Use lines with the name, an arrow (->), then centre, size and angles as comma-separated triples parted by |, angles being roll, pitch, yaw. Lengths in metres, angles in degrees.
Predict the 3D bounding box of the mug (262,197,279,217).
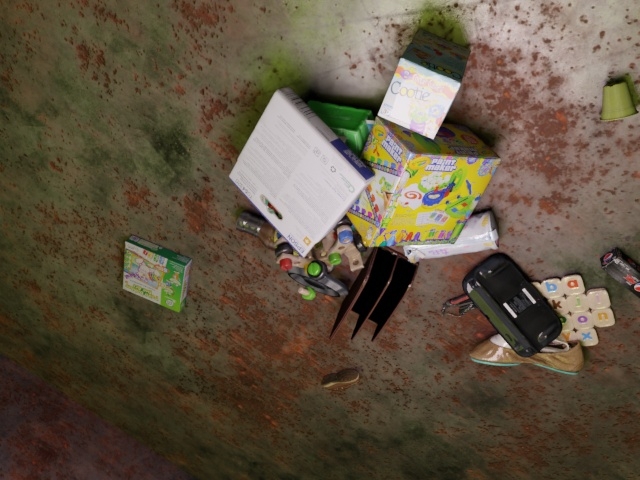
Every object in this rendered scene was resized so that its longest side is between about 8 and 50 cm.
mug -> -0.149, -0.145, 1.729 | 0.129, 0.097, 0.157 | -31, 108, 33

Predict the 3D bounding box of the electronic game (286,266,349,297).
electronic game -> -0.013, 0.127, 1.827 | 0.229, 0.048, 0.229 | 23, 166, 6

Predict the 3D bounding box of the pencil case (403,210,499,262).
pencil case -> 0.375, -0.008, 1.616 | 0.273, 0.124, 0.113 | -11, 90, 24

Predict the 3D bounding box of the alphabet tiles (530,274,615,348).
alphabet tiles -> 0.732, 0.223, 1.705 | 0.284, 0.021, 0.278 | -14, 119, 27

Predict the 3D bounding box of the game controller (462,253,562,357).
game controller -> 0.573, 0.195, 1.664 | 0.166, 0.067, 0.319 | -40, 93, 1

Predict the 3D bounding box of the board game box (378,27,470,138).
board game box -> 0.250, -0.377, 1.321 | 0.144, 0.275, 0.142 | 25, 127, 3

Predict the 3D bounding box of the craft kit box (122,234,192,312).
craft kit box -> -0.621, 0.128, 2.112 | 0.250, 0.061, 0.246 | 21, 129, 6

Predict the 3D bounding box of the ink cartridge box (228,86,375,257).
ink cartridge box -> -0.061, -0.170, 1.466 | 0.324, 0.071, 0.330 | 47, 134, 8

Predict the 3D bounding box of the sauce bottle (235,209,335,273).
sauce bottle -> -0.105, -0.001, 1.802 | 0.344, 0.111, 0.111 | 21, 127, 4

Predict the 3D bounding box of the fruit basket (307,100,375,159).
fruit basket -> 0.044, -0.204, 1.576 | 0.327, 0.165, 0.353 | 15, 134, 19

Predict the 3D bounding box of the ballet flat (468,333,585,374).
ballet flat -> 0.643, 0.332, 1.742 | 0.342, 0.116, 0.124 | 6, 106, 15

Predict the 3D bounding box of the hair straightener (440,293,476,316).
hair straightener -> 0.485, 0.201, 1.760 | 0.230, 0.047, 0.089 | -31, 108, 27

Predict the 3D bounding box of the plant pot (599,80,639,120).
plant pot -> 0.700, -0.332, 1.319 | 0.083, 0.083, 0.079 | -10, 105, 25

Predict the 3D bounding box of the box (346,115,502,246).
box -> 0.253, -0.146, 1.441 | 0.290, 0.177, 0.279 | -1, 130, -29

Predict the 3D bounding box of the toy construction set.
toy construction set -> 0.000, 0.000, 1.668 | 0.257, 0.237, 0.309 | -48, 56, 9

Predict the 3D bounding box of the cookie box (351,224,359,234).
cookie box -> 0.102, -0.030, 1.752 | 0.107, 0.040, 0.091 | 15, 126, 11

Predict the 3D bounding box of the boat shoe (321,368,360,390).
boat shoe -> 0.086, 0.536, 2.124 | 0.178, 0.064, 0.060 | -23, 117, 37

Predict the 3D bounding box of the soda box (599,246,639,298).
soda box -> 0.863, 0.096, 1.553 | 0.169, 0.053, 0.060 | 37, 127, -6

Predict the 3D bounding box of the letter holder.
letter holder -> 0.164, 0.199, 1.773 | 0.152, 0.214, 0.301 | 27, 127, 1
